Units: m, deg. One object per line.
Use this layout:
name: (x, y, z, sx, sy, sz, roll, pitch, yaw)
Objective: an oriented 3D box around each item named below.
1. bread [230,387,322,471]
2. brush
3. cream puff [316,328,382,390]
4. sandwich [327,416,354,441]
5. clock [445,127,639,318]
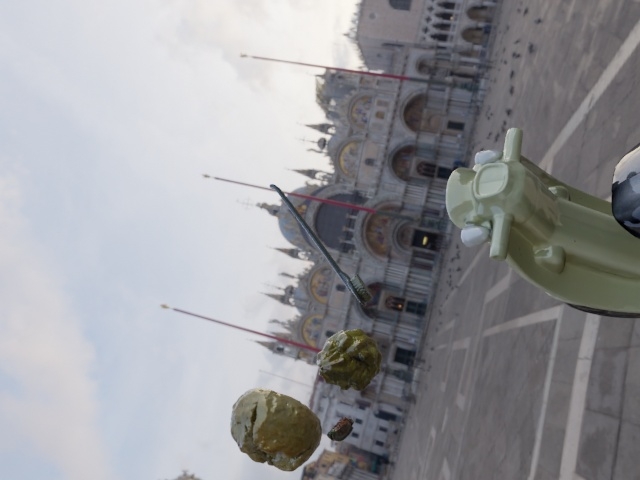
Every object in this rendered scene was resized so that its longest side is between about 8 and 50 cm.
bread: (-0.116, 0.472, 1.130, 0.244, 0.245, 0.134, 89, -164, -46)
brush: (0.000, 0.000, 0.780, 0.027, 0.266, 0.062, -39, -9, 4)
cream puff: (0.063, 0.266, 0.990, 0.116, 0.147, 0.146, -74, -6, -77)
sandwich: (0.056, 0.512, 1.244, 0.069, 0.026, 0.101, -53, -33, -5)
clock: (0.262, -0.026, 0.334, 0.379, 0.277, 0.120, 133, 155, -65)
